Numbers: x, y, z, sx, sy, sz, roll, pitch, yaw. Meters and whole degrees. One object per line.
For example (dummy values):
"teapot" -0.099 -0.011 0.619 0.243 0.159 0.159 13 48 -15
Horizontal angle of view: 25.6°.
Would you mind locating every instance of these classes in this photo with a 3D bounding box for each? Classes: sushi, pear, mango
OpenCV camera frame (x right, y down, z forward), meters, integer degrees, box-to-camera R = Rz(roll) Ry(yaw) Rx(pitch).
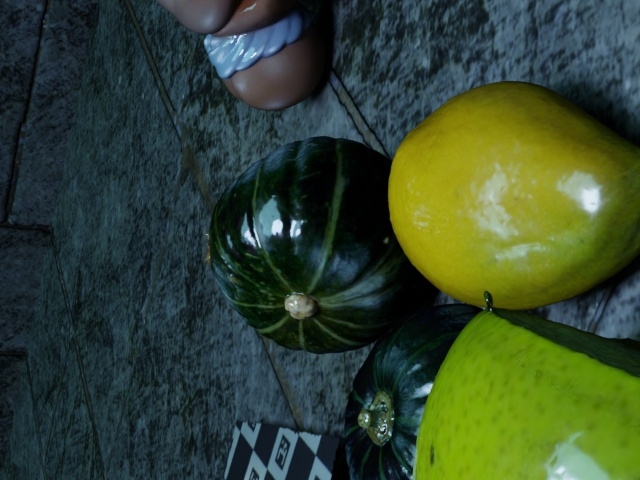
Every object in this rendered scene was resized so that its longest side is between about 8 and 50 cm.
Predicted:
"sushi" -0.043 0.367 1.542 0.339 0.068 0.320 170 113 -68
"pear" 0.157 0.214 0.822 0.342 0.238 0.318 26 101 67
"mango" 0.148 -0.034 1.079 0.317 0.119 0.176 11 91 60

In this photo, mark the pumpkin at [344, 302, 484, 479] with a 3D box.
"pumpkin" 0.094 0.147 1.119 0.202 0.140 0.202 -167 90 -69

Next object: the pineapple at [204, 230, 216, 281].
"pineapple" -0.035 0.001 1.544 0.130 0.119 0.277 -43 14 -18

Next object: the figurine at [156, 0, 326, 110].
"figurine" -0.048 -0.352 1.531 0.388 0.248 0.277 -43 42 46

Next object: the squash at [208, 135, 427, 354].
"squash" 0.001 0.004 1.308 0.172 0.218 0.218 -59 4 -35
